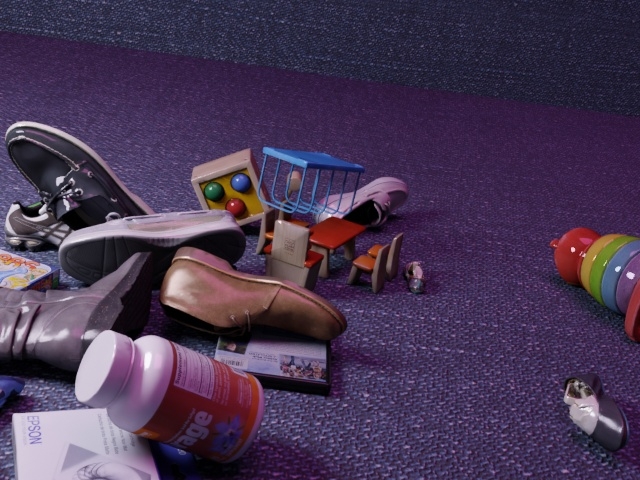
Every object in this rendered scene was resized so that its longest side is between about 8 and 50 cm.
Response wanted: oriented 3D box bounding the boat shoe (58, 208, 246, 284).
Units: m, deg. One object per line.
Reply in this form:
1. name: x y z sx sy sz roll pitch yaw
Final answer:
1. boat shoe: -0.295 0.003 1.647 0.320 0.118 0.103 -9 37 -16

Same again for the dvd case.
1. dvd case: -0.073 0.164 1.510 0.180 0.022 0.253 8 21 -3

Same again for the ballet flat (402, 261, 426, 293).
1. ballet flat: 0.186 0.063 1.833 0.041 0.041 0.114 6 22 -7

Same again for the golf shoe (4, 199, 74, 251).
1. golf shoe: -0.479 -0.031 1.736 0.198 0.094 0.077 -1 23 -26

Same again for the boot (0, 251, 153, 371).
1. boot: -0.391 0.094 1.450 0.222 0.118 0.338 5 18 4

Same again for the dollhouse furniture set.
1. dollhouse furniture set: 0.000 0.000 1.787 0.262 0.135 0.259 18 24 21

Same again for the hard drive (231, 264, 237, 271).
1. hard drive: -0.195 0.082 1.631 0.094 0.022 0.135 -6 21 1

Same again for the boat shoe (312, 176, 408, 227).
1. boat shoe: 0.108 -0.071 2.062 0.267 0.096 0.088 -13 35 -40

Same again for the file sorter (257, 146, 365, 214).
1. file sorter: -0.021 -0.111 1.810 0.118 0.104 0.170 22 14 39

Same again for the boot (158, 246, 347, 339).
1. boot: -0.111 0.116 1.497 0.305 0.112 0.115 17 53 8

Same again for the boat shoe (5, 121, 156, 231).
1. boat shoe: -0.426 -0.069 1.672 0.127 0.340 0.113 -27 32 28

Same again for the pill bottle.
1. pill bottle: -0.186 0.191 1.169 0.216 0.121 0.121 27 11 -31

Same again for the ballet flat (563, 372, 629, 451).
1. ballet flat: 0.404 0.254 1.414 0.074 0.074 0.203 9 16 1

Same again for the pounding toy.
1. pounding toy: -0.134 -0.088 1.922 0.206 0.181 0.094 -18 23 5

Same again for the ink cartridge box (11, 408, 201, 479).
1. ink cartridge box: -0.252 0.277 1.134 0.224 0.045 0.223 0 23 -21

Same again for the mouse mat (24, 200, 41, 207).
1. mouse mat: -0.489 -0.055 1.904 0.189 0.007 0.152 19 24 19

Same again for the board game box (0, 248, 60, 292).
1. board game box: -0.559 0.056 1.569 0.201 0.035 0.136 16 23 17

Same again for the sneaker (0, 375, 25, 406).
1. sneaker: -0.443 0.210 1.224 0.053 0.059 0.144 -17 -6 27

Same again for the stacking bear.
1. stacking bear: 0.578 0.062 1.850 0.175 0.164 0.289 -4 21 -29
